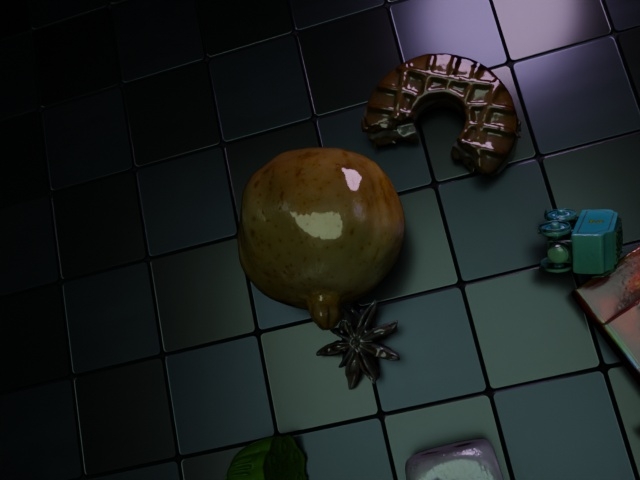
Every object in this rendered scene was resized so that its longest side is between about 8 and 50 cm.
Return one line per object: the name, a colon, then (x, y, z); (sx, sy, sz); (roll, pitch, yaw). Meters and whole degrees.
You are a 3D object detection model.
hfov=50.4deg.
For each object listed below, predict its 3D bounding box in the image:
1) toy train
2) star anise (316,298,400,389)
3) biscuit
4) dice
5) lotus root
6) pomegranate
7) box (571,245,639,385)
toy train: (0.557, 0.000, 1.454); (0.163, 0.203, 0.112); (0, 112, 28)
star anise: (0.086, 0.220, 1.560); (0.209, 0.089, 0.231); (-12, 75, 21)
biscuit: (0.299, -0.309, 1.613); (0.366, 0.115, 0.268); (19, 84, 13)
dice: (0.287, 0.525, 1.403); (0.191, 0.194, 0.193); (-15, 78, 9)
lotus root: (-0.144, 0.529, 1.519); (0.186, 0.186, 0.186); (-2, 78, 11)
pomegranate: (0.000, 0.000, 1.470); (0.410, 0.410, 0.410); (-2, 78, 11)
box: (0.712, 0.182, 1.442); (0.197, 0.089, 0.313); (-35, 73, 4)
